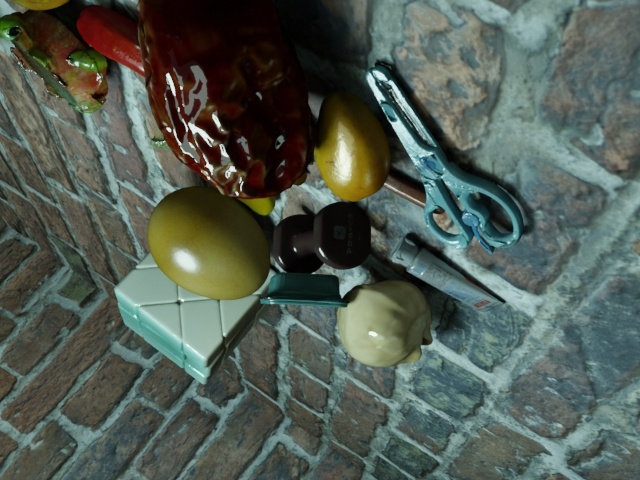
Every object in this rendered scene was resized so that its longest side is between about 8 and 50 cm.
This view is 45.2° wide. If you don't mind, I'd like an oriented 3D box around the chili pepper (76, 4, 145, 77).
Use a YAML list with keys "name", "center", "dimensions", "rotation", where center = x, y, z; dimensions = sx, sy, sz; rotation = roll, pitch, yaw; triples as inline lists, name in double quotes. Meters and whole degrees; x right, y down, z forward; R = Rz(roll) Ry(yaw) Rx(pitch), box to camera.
- name: "chili pepper"
  center: [-0.369, -0.372, 1.543]
  dimensions: [0.368, 0.092, 0.137]
  rotation: [38, 171, 8]

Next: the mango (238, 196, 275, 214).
- name: "mango"
  center: [-0.157, -0.118, 1.704]
  dimensions: [0.103, 0.076, 0.161]
  rotation: [0, 140, 47]

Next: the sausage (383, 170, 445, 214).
- name: "sausage"
  center: [0.163, -0.087, 1.374]
  dimensions: [0.147, 0.035, 0.030]
  rotation: [31, -173, 16]

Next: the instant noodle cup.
- name: "instant noodle cup"
  center: [-0.037, 0.108, 1.646]
  dimensions: [0.179, 0.070, 0.157]
  rotation: [3, 173, -10]

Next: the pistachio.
- name: "pistachio"
  center: [0.131, 0.183, 1.692]
  dimensions: [0.214, 0.193, 0.318]
  rotation: [44, 157, -5]

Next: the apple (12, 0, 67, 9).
- name: "apple"
  center: [-0.520, -0.535, 1.357]
  dimensions: [0.237, 0.207, 0.237]
  rotation: [35, 175, 4]

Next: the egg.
- name: "egg"
  center: [-0.265, 0.012, 1.865]
  dimensions: [0.322, 0.250, 0.250]
  rotation: [40, 156, -15]

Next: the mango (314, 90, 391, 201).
- name: "mango"
  center: [0.049, -0.160, 1.303]
  dimensions: [0.145, 0.112, 0.219]
  rotation: [33, 154, 33]

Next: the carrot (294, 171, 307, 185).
- name: "carrot"
  center: [-0.089, -0.140, 1.606]
  dimensions: [0.139, 0.048, 0.048]
  rotation: [9, 143, 49]

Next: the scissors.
- name: "scissors"
  center: [0.189, -0.122, 1.250]
  dimensions: [0.180, 0.032, 0.393]
  rotation: [-11, 124, 44]

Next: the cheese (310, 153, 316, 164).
- name: "cheese"
  center: [-0.092, -0.245, 1.421]
  dimensions: [0.127, 0.054, 0.251]
  rotation: [6, 139, 51]

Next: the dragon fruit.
- name: "dragon fruit"
  center: [-0.566, -0.397, 1.664]
  dimensions: [0.268, 0.130, 0.295]
  rotation: [37, 169, 27]

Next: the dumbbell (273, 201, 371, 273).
- name: "dumbbell"
  center: [0.000, 0.000, 1.618]
  dimensions: [0.124, 0.140, 0.225]
  rotation: [6, 170, -30]

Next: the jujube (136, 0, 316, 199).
- name: "jujube"
  center: [-0.146, -0.249, 1.219]
  dimensions: [0.276, 0.276, 0.376]
  rotation: [22, 139, 32]

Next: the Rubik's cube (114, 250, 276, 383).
- name: "Rubik's cube"
  center: [-0.346, 0.165, 2.160]
  dimensions: [0.322, 0.318, 0.316]
  rotation: [36, 156, 8]

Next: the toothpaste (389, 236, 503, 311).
- name: "toothpaste"
  center: [0.247, 0.076, 1.526]
  dimensions: [0.234, 0.057, 0.089]
  rotation: [33, 158, -5]

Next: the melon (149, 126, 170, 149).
- name: "melon"
  center: [-0.308, -0.239, 1.667]
  dimensions: [0.093, 0.140, 0.202]
  rotation: [61, 158, 5]
